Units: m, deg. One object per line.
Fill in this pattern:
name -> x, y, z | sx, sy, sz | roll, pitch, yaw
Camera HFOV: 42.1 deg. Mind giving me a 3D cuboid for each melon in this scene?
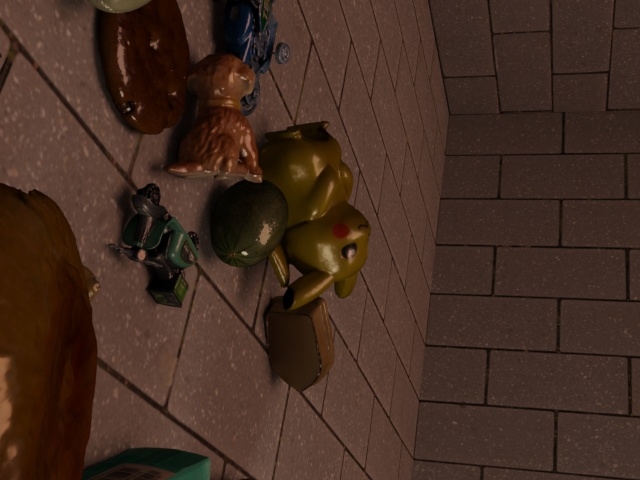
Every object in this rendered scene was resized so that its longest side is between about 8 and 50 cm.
melon -> -0.109, -0.032, 1.282 | 0.114, 0.114, 0.167 | 75, 26, -44

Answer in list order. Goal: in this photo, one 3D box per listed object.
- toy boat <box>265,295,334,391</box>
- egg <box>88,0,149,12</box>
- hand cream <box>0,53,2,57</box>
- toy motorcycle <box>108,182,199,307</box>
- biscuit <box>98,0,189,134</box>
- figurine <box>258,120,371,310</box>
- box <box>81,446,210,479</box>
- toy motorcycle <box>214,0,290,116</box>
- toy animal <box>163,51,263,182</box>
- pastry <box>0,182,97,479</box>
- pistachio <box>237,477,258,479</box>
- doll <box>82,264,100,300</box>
toy boat -> -0.038, 0.198, 1.536 | 0.061, 0.116, 0.188 | -48, 134, -59
egg -> -0.214, -0.316, 0.903 | 0.114, 0.114, 0.152 | 64, 31, -57
hand cream -> -0.315, -0.247, 0.680 | 0.075, 0.052, 0.247 | -60, 147, -60
toy motorcycle -> -0.206, 0.006, 1.059 | 0.173, 0.058, 0.100 | 70, 32, -55
biscuit -> -0.214, -0.240, 1.045 | 0.212, 0.036, 0.212 | 1, 90, -74
figurine -> -0.016, -0.040, 1.431 | 0.218, 0.169, 0.326 | -26, 94, -59
box -> -0.217, 0.412, 0.946 | 0.205, 0.118, 0.311 | 9, 83, -72
toy motorcycle -> -0.116, -0.316, 1.286 | 0.135, 0.092, 0.254 | 7, 94, -64
toy animal -> -0.155, -0.176, 1.154 | 0.184, 0.104, 0.185 | -4, 100, -64
pastry -> -0.266, 0.116, 0.623 | 0.356, 0.164, 0.356 | -179, -90, -85
pistachio -> -0.104, 0.454, 1.260 | 0.181, 0.162, 0.293 | 66, 14, 9
doll -> -0.277, 0.057, 0.879 | 0.093, 0.051, 0.061 | -21, 115, -41
